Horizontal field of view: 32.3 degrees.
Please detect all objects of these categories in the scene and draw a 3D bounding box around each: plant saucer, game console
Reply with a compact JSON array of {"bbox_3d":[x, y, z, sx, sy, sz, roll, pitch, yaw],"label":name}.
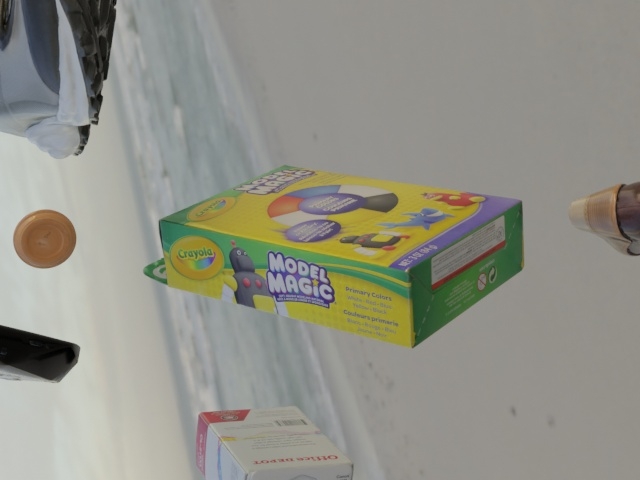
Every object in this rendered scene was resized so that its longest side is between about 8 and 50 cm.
[{"bbox_3d":[-0.370,-0.001,1.482,0.013,0.084,0.083,-137,35,-61],"label":"plant saucer"},{"bbox_3d":[-0.420,0.092,1.031,0.213,0.362,0.043,28,-115,-59],"label":"game console"}]

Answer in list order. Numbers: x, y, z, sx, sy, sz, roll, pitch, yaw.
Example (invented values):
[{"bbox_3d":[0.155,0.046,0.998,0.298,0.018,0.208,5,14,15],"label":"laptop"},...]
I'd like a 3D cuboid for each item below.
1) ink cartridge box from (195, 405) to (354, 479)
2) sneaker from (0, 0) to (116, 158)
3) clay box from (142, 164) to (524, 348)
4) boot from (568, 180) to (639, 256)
[{"bbox_3d":[-0.056,0.254,1.249,0.175,0.128,0.072,-149,62,-64],"label":"ink cartridge box"},{"bbox_3d":[-0.178,-0.114,0.649,0.271,0.108,0.100,149,129,-68],"label":"sneaker"},{"bbox_3d":[0.000,0.000,0.697,0.222,0.127,0.053,12,116,36],"label":"clay box"},{"bbox_3d":[0.448,-0.030,1.346,0.207,0.248,0.090,-4,86,43],"label":"boot"}]
